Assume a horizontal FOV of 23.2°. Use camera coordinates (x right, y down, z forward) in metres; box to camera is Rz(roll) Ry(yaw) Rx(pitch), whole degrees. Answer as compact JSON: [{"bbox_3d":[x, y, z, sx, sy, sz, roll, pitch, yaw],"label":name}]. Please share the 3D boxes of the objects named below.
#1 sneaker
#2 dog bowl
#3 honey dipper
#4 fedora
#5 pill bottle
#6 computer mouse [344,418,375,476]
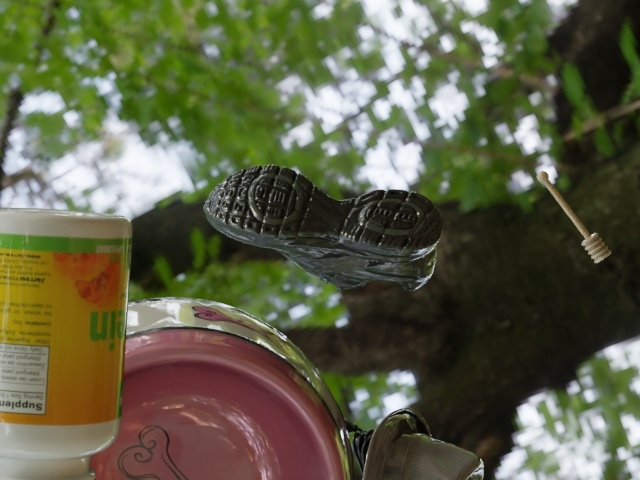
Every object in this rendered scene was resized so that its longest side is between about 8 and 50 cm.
[{"bbox_3d":[0.000,0.000,1.805,0.130,0.286,0.109,84,-155,-49],"label":"sneaker"},{"bbox_3d":[-0.151,0.268,1.644,0.408,0.408,0.150,61,172,-7],"label":"dog bowl"},{"bbox_3d":[0.377,-0.039,2.332,0.161,0.030,0.030,54,-152,-1],"label":"honey dipper"},{"bbox_3d":[0.153,0.354,2.117,0.275,0.124,0.244,50,-134,-63],"label":"fedora"},{"bbox_3d":[-0.226,0.099,1.255,0.136,0.136,0.246,-1,-85,-61],"label":"pill bottle"},{"bbox_3d":[0.021,0.333,2.123,0.262,0.060,0.184,4,-105,-50],"label":"computer mouse"}]
